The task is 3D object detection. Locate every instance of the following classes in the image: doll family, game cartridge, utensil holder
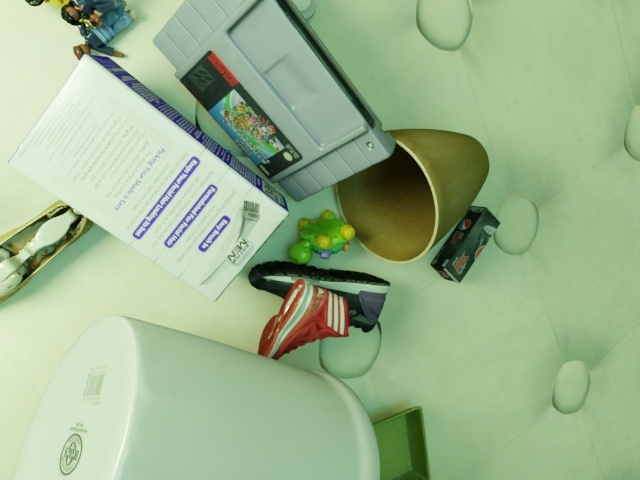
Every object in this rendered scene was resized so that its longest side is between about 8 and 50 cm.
[{"bbox_3d":[-0.355,-0.345,0.691,0.193,0.076,0.111,43,73,-26],"label":"doll family"},{"bbox_3d":[-0.075,-0.228,0.756,0.355,0.230,0.068,48,42,-21],"label":"game cartridge"},{"bbox_3d":[-0.163,0.305,0.672,0.385,0.327,0.328,29,84,-38],"label":"utensil holder"}]

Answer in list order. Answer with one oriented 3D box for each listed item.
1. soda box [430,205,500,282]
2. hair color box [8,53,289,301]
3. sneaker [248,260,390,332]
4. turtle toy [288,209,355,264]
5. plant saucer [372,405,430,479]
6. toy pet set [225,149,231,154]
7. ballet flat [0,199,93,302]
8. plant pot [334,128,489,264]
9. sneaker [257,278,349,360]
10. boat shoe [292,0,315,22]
[{"bbox_3d":[0.316,0.007,1.055,0.060,0.053,0.169,41,79,-23],"label":"soda box"},{"bbox_3d":[-0.234,-0.085,0.716,0.338,0.110,0.185,39,100,-17],"label":"hair color box"},{"bbox_3d":[-0.001,0.117,0.896,0.283,0.107,0.124,10,98,-26],"label":"sneaker"},{"bbox_3d":[0.000,0.000,0.894,0.130,0.095,0.066,-22,126,-21],"label":"turtle toy"},{"bbox_3d":[0.137,0.457,1.028,0.188,0.045,0.188,-13,101,-23],"label":"plant saucer"},{"bbox_3d":[-0.165,-0.093,0.812,0.122,0.065,0.114,-10,100,-24],"label":"toy pet set"},{"bbox_3d":[-0.430,0.016,0.696,0.232,0.073,0.080,-46,112,-13],"label":"ballet flat"},{"bbox_3d":[0.197,-0.114,0.908,0.254,0.237,0.237,-27,107,-34],"label":"plant pot"},{"bbox_3d":[-0.024,0.168,0.840,0.127,0.087,0.221,21,132,-15],"label":"sneaker"},{"bbox_3d":[-0.080,-0.490,0.792,0.096,0.088,0.268,-32,108,-19],"label":"boat shoe"}]
